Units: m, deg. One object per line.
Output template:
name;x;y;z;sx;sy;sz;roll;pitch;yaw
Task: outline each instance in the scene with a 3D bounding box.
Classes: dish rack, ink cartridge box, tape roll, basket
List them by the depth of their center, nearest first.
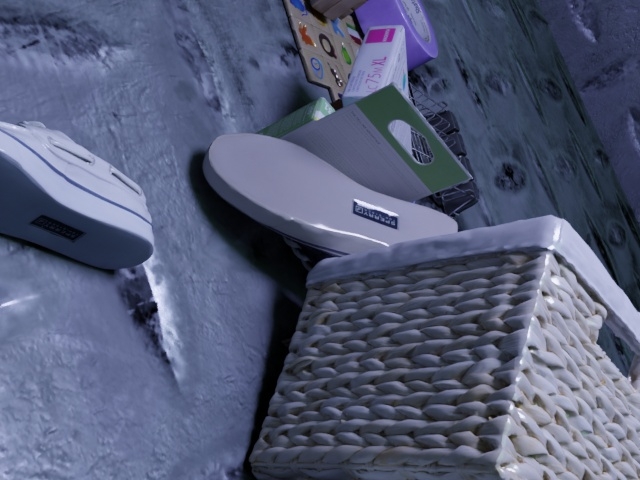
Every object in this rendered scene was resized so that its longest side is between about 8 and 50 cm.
basket;0.164;0.188;0.866;0.328;0.331;0.266;44;51;-31
ink cartridge box;0.047;-0.106;1.029;0.171;0.235;0.056;45;39;-29
ink cartridge box;0.089;-0.123;1.179;0.185;0.065;0.311;-71;157;-45
dish rack;0.183;-0.165;1.428;0.272;0.074;0.208;18;53;-55
tape roll;0.139;-0.406;1.526;0.189;0.080;0.188;44;33;-38

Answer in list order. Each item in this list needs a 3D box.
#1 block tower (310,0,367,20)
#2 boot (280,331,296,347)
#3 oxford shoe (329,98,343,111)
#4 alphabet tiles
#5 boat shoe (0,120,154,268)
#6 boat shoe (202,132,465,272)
block tower;0.005;-0.529;1.399;0.091;0.097;0.335;18;51;-50
boot;0.004;0.157;0.972;0.106;0.037;0.114;-8;79;-56
oxford shoe;0.010;-0.154;1.186;0.076;0.076;0.212;40;27;-2
alphabet tiles;0.032;-0.340;1.400;0.285;0.011;0.342;5;64;-55
boat shoe;-0.246;-0.055;0.701;0.258;0.095;0.084;40;33;-52
boat shoe;0.000;0.000;1.013;0.341;0.158;0.127;24;47;-10
